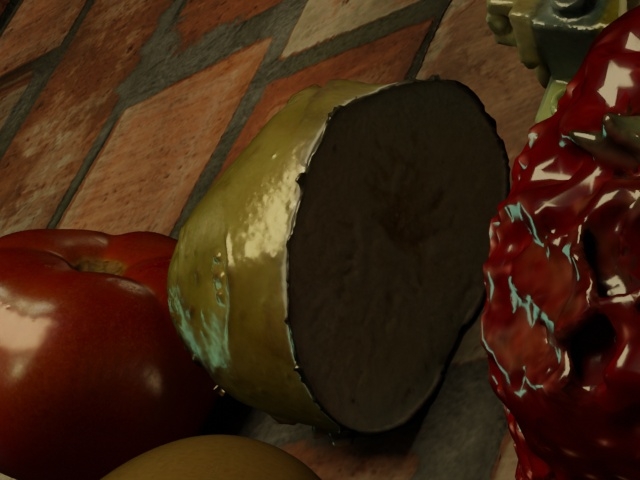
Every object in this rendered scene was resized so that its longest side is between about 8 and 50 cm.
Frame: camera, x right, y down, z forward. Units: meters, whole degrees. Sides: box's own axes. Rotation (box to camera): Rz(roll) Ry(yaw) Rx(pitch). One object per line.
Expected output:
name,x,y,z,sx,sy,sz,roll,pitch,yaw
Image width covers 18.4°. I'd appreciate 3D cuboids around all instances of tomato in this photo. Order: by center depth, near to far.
tomato,-0.219,0.113,1.803,0.298,0.298,0.226,-118,31,-64

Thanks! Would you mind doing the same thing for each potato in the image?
potato,0.000,0.000,1.585,0.196,0.246,0.300,5,58,45

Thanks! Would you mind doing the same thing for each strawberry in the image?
strawberry,0.225,0.047,1.149,0.345,0.295,0.317,107,155,-52

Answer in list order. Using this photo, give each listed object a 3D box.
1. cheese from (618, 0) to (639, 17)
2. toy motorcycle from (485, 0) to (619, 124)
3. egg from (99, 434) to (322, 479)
cheese,0.321,-0.153,1.315,0.127,0.233,0.266,8,61,49
toy motorcycle,0.255,-0.199,1.500,0.168,0.237,0.410,6,55,29
egg,-0.089,0.273,1.326,0.250,0.250,0.322,-29,28,37
